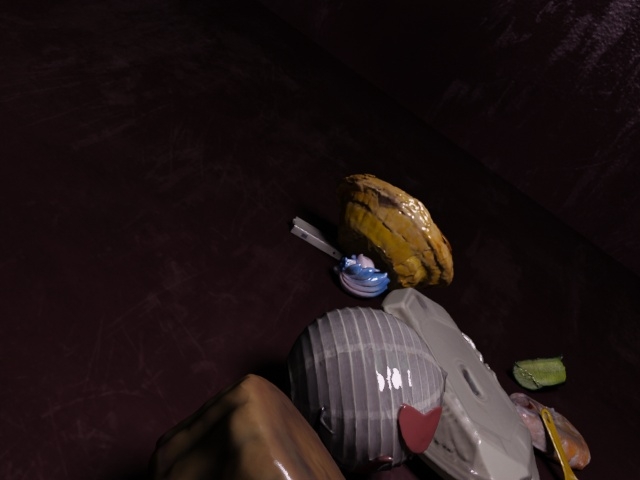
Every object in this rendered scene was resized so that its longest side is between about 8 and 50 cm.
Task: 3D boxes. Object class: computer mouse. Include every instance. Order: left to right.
[{"bbox_3d":[0.198,0.273,1.908,0.228,0.145,0.429,14,41,-58],"label":"computer mouse"}]

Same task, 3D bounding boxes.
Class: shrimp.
[{"bbox_3d":[0.374,0.321,2.181,0.316,0.062,0.164,28,18,-30],"label":"shrimp"}]

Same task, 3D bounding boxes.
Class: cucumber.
[{"bbox_3d":[0.452,0.273,2.422,0.070,0.046,0.220,48,26,25],"label":"cucumber"}]

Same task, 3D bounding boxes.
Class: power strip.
[{"bbox_3d":[0.000,0.000,2.351,0.136,0.019,0.051,31,20,-12],"label":"power strip"}]

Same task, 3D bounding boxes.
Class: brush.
[{"bbox_3d":[0.425,0.385,2.089,0.083,0.011,0.205,11,51,-47],"label":"brush"}]

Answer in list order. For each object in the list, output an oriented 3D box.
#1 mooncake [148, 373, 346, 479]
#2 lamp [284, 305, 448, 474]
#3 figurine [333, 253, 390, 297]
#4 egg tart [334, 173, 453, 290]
[{"bbox_3d":[-0.058,0.304,1.337,0.290,0.161,0.290,54,5,-7],"label":"mooncake"},{"bbox_3d":[0.066,0.211,1.706,0.233,0.233,0.265,31,7,-10],"label":"lamp"},{"bbox_3d":[0.083,0.068,2.246,0.114,0.079,0.114,10,-18,3],"label":"figurine"},{"bbox_3d":[0.124,0.000,2.288,0.290,0.115,0.290,38,-21,18],"label":"egg tart"}]
